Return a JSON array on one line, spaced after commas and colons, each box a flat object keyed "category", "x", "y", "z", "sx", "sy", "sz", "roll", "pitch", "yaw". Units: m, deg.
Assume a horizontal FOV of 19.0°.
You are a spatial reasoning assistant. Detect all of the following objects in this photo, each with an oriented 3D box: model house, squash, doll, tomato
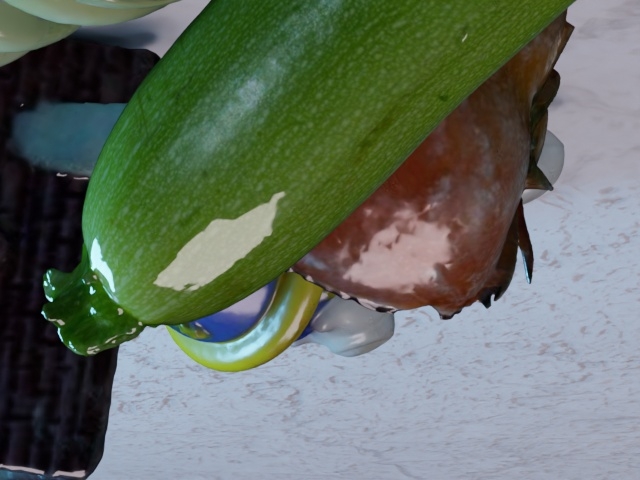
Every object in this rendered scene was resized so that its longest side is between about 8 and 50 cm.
[{"category": "model house", "x": -0.215, "y": 0.018, "z": 1.096, "sx": 0.248, "sy": 0.281, "sz": 0.230, "roll": -1, "pitch": 166, "yaw": 30}, {"category": "squash", "x": 0.029, "y": -0.096, "z": 0.751, "sx": 0.395, "sy": 0.107, "sz": 0.107, "roll": -43, "pitch": 148, "yaw": 14}, {"category": "doll", "x": 0.015, "y": 0.005, "z": 1.252, "sx": 0.242, "sy": 0.160, "sz": 0.311, "roll": 16, "pitch": 155, "yaw": -37}, {"category": "tomato", "x": 0.046, "y": -0.084, "z": 0.896, "sx": 0.180, "sy": 0.214, "sz": 0.155, "roll": 21, "pitch": 127, "yaw": -1}]

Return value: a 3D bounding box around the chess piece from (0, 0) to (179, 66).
[{"category": "chess piece", "x": -0.131, "y": -0.144, "z": 0.819, "sx": 0.144, "sy": 0.144, "sz": 0.251, "roll": 10, "pitch": 169, "yaw": -26}]
